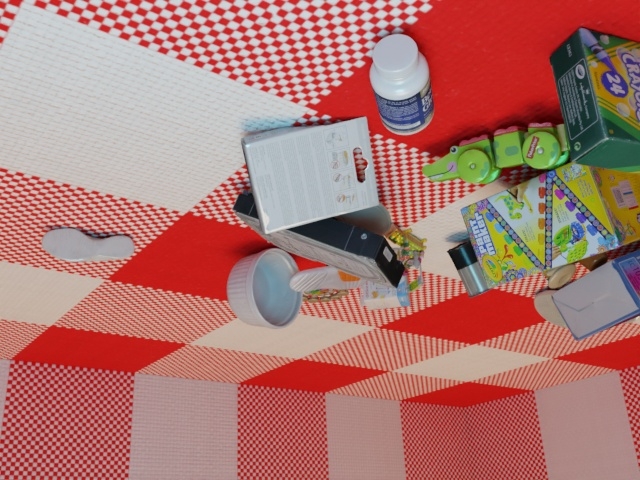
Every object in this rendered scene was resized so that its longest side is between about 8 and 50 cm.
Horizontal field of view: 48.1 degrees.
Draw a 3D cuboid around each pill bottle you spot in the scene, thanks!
[{"bbox_3d":[0.130,-0.250,1.149,0.094,0.094,0.169,-8,156,11],"label":"pill bottle"}]

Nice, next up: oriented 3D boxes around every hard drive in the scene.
[{"bbox_3d":[0.000,0.000,1.545,0.338,0.064,0.237,21,169,22],"label":"hard drive"}]

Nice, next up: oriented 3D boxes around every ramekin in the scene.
[{"bbox_3d":[-0.149,0.128,1.861,0.109,0.207,0.207,-9,158,36],"label":"ramekin"}]

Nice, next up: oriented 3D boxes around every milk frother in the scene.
[{"bbox_3d":[0.421,0.053,1.826,0.129,0.135,0.143,-24,177,-40],"label":"milk frother"}]

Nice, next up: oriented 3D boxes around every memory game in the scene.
[{"bbox_3d":[-0.003,0.157,2.174,0.186,0.012,0.186,-2,156,-1],"label":"memory game"}]

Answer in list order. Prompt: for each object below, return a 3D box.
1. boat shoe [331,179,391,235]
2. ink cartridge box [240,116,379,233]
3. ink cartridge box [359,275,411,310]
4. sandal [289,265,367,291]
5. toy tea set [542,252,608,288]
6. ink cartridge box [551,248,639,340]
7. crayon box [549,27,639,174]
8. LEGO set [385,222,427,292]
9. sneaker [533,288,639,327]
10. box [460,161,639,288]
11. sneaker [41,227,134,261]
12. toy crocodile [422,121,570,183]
[{"bbox_3d":[0.058,-0.084,1.535,0.114,0.091,0.302,-36,147,9],"label":"boat shoe"},{"bbox_3d":[-0.018,-0.128,1.360,0.232,0.066,0.189,-17,118,-11],"label":"ink cartridge box"},{"bbox_3d":[0.179,0.140,2.053,0.143,0.092,0.090,-8,156,11],"label":"ink cartridge box"},{"bbox_3d":[0.027,0.076,1.908,0.265,0.076,0.102,-1,138,-33],"label":"sandal"},{"bbox_3d":[0.606,0.005,1.816,0.200,0.124,0.336,-41,142,9],"label":"toy tea set"},{"bbox_3d":[0.859,0.108,1.892,0.395,0.151,0.270,-18,163,-25],"label":"ink cartridge box"},{"bbox_3d":[0.541,-0.208,1.156,0.322,0.203,0.083,6,155,-21],"label":"crayon box"},{"bbox_3d":[0.217,0.058,1.849,0.132,0.107,0.287,-2,157,-1],"label":"LEGO set"},{"bbox_3d":[0.836,0.181,2.203,0.350,0.131,0.148,-2,-153,46],"label":"sneaker"},{"bbox_3d":[0.493,-0.044,1.453,0.279,0.177,0.289,-24,171,41],"label":"box"},{"bbox_3d":[-0.565,0.022,1.734,0.212,0.080,0.094,7,166,-25],"label":"sneaker"},{"bbox_3d":[0.356,-0.172,1.353,0.340,0.105,0.115,-11,178,31],"label":"toy crocodile"}]
